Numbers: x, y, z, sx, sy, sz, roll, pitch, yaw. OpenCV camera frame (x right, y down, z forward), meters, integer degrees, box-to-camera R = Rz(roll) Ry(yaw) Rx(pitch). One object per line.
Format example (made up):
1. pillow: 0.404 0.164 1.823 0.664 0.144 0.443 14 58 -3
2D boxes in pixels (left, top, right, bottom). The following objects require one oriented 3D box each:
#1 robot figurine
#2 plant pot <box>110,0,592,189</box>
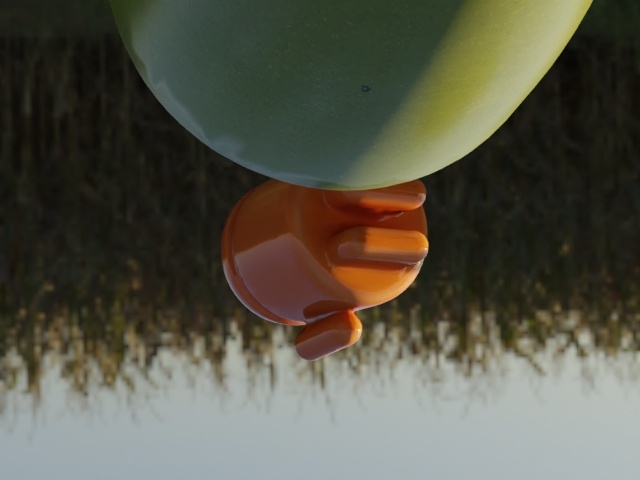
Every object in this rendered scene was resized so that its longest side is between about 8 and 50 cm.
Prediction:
1. robot figurine: 0.000 -0.002 1.199 0.128 0.158 0.219 -40 -170 -30
2. plant pot: 0.040 -0.179 0.741 0.275 0.274 0.293 -1 175 -12
